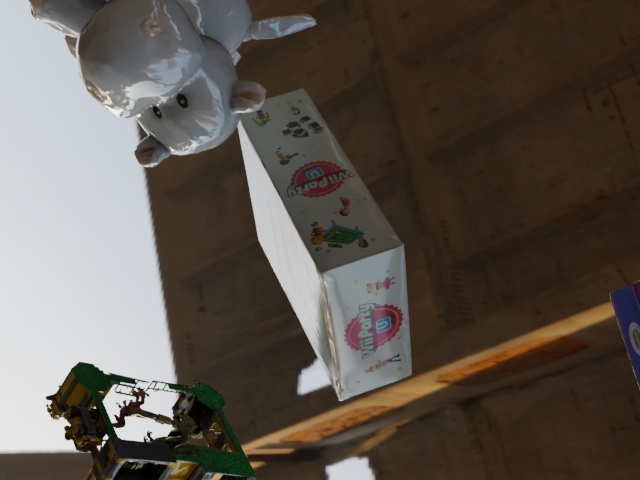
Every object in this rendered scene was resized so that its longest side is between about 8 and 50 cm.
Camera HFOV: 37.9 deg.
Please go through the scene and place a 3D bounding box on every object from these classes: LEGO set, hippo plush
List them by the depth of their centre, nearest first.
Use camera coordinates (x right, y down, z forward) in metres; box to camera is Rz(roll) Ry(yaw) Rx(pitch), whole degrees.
[{"bbox_3d":[-0.172,-0.185,0.943,0.234,0.294,0.237,-22,-128,24],"label":"hippo plush"},{"bbox_3d":[-0.271,0.334,1.376,0.192,0.331,0.255,-54,-127,17],"label":"LEGO set"}]

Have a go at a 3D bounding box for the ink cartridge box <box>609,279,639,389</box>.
[{"bbox_3d":[0.525,0.192,1.246,0.071,0.330,0.324,-22,-98,37],"label":"ink cartridge box"}]

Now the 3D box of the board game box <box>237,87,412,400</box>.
[{"bbox_3d":[0.000,0.000,1.100,0.224,0.097,0.303,82,-14,-45],"label":"board game box"}]
